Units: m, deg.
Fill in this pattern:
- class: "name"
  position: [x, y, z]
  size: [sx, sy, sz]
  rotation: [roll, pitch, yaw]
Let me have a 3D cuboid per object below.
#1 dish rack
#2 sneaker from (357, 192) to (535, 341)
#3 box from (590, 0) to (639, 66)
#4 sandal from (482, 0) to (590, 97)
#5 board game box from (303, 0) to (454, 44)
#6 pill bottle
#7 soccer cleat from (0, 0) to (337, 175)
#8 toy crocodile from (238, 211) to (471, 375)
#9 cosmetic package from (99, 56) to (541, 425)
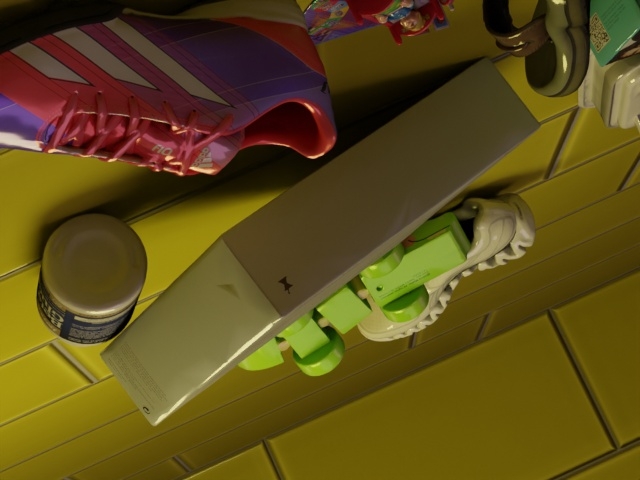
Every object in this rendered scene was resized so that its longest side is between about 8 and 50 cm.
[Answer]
- class: "dish rack"
  position: [0.443, -0.217, 1.820]
  size: [0.333, 0.072, 0.285]
  rotation: [-27, 167, 3]
- class: "sneaker"
  position: [0.142, 0.031, 2.221]
  size: [0.292, 0.110, 0.118]
  rotation: [-41, 154, 27]
- class: "box"
  position: [0.367, -0.241, 1.582]
  size: [0.244, 0.060, 0.100]
  rotation: [-20, 167, -22]
- class: "sandal"
  position: [0.169, -0.199, 1.317]
  size: [0.086, 0.120, 0.303]
  rotation: [2, 168, 7]
- class: "board game box"
  position: [0.065, -0.182, 1.304]
  size: [0.168, 0.033, 0.133]
  rotation: [-20, 167, -23]
- class: "pill bottle"
  position: [-0.215, 0.044, 1.561]
  size: [0.094, 0.094, 0.169]
  rotation: [-21, 167, -18]
- class: "soccer cleat"
  position: [-0.117, -0.092, 1.123]
  size: [0.318, 0.116, 0.108]
  rotation: [-14, 164, -43]
- class: "toy crocodile"
  position: [0.031, 0.065, 2.124]
  size: [0.340, 0.105, 0.115]
  rotation: [-32, 130, 8]
- class: "cosmetic package"
  position: [0.000, 0.000, 1.590]
  size: [0.377, 0.097, 0.284]
  rotation: [-35, 179, -38]
